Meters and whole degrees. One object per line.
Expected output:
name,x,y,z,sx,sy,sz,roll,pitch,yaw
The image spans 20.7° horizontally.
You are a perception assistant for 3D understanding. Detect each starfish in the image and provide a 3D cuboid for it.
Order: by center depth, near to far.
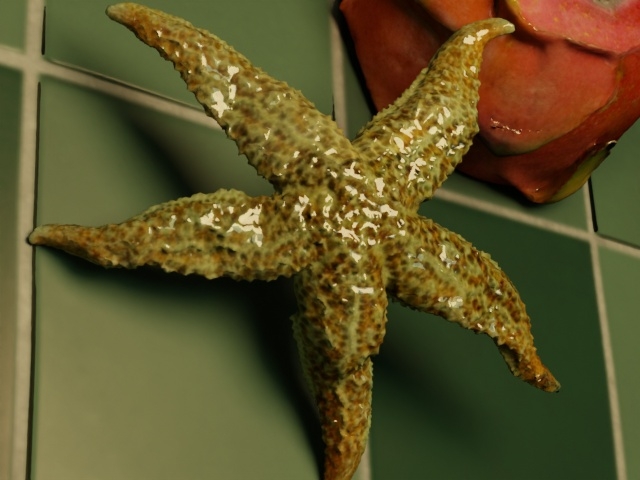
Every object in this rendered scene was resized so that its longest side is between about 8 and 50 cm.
starfish,-0.001,0.000,1.125,0.358,0.078,0.347,-13,93,-22

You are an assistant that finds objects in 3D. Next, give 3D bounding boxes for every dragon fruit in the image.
dragon fruit,0.163,-0.192,1.331,0.291,0.189,0.290,19,56,-31
